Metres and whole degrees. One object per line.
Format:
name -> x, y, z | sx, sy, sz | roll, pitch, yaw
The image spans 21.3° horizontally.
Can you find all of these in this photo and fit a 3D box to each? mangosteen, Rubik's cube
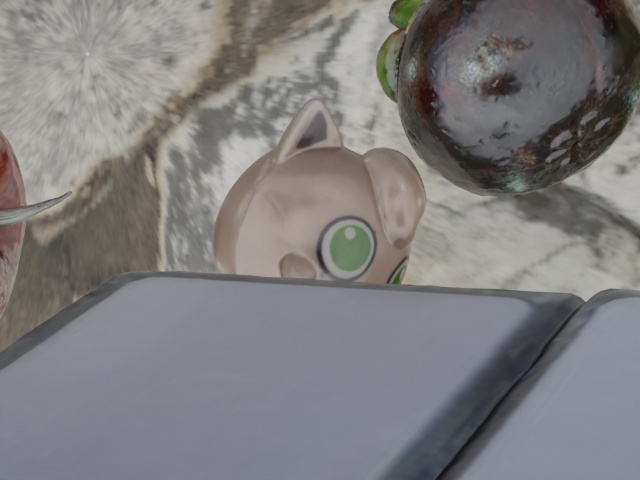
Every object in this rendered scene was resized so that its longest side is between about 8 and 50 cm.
mangosteen -> 0.158, -0.148, 1.395 | 0.216, 0.216, 0.216 | -1, 96, -8
Rubik's cube -> 0.026, 0.204, 0.371 | 0.316, 0.318, 0.313 | 3, 111, 28

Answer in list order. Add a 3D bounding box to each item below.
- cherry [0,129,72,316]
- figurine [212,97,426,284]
cherry -> -0.338, -0.011, 1.356 | 0.286, 0.236, 0.212 | -6, 111, -2
figurine -> 0.000, 0.000, 0.991 | 0.125, 0.125, 0.138 | 29, 79, -10
